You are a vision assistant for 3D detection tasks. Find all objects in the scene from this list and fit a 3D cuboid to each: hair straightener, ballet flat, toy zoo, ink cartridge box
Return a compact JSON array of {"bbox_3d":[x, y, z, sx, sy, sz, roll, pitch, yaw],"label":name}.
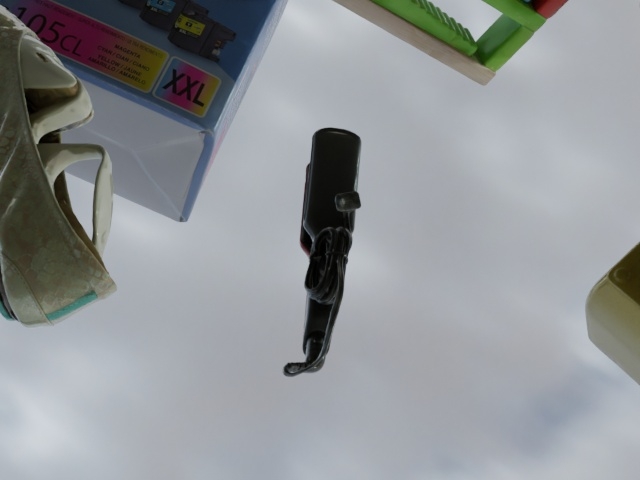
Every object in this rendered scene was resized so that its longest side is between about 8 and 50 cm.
[{"bbox_3d":[0.000,0.000,1.043,0.047,0.089,0.230,12,-129,0],"label":"hair straightener"},{"bbox_3d":[-0.114,-0.039,0.587,0.052,0.057,0.168,-17,-119,4],"label":"ballet flat"},{"bbox_3d":[0.138,-0.245,0.924,0.192,0.293,0.030,24,-146,-36],"label":"toy zoo"},{"bbox_3d":[-0.180,-0.246,1.425,0.270,0.151,0.395,24,-132,-4],"label":"ink cartridge box"}]

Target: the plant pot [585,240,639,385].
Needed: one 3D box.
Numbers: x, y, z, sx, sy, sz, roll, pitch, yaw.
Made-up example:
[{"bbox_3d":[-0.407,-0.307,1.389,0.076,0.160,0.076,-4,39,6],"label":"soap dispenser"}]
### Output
[{"bbox_3d":[0.191,0.033,0.751,0.081,0.083,0.081,-42,-123,-4],"label":"plant pot"}]
